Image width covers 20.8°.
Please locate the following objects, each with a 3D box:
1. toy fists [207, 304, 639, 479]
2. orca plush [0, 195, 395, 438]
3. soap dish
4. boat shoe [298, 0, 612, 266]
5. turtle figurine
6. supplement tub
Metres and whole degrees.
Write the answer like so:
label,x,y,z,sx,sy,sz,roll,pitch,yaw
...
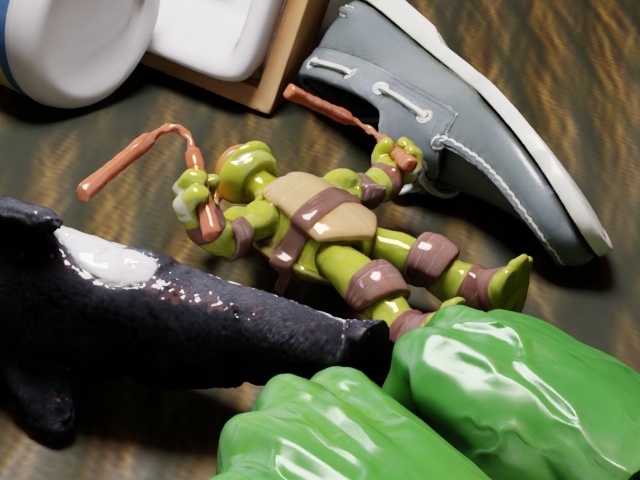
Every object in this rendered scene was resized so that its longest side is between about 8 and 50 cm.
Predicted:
label,x,y,z,sx,sy,sz,roll,pitch,yaw
toy fists,0.059,0.109,0.824,0.142,0.096,0.279,38,36,27
orca plush,-0.112,0.063,0.908,0.287,0.102,0.151,19,-18,-2
soap dish,-0.106,-0.249,1.343,0.291,0.229,0.118,24,11,27
boat shoe,0.086,-0.066,1.205,0.099,0.116,0.319,-40,46,1
turtle figurine,0.000,0.000,1.024,0.217,0.087,0.269,34,27,28
supplement tub,-0.230,-0.191,1.261,0.200,0.144,0.144,25,31,29
